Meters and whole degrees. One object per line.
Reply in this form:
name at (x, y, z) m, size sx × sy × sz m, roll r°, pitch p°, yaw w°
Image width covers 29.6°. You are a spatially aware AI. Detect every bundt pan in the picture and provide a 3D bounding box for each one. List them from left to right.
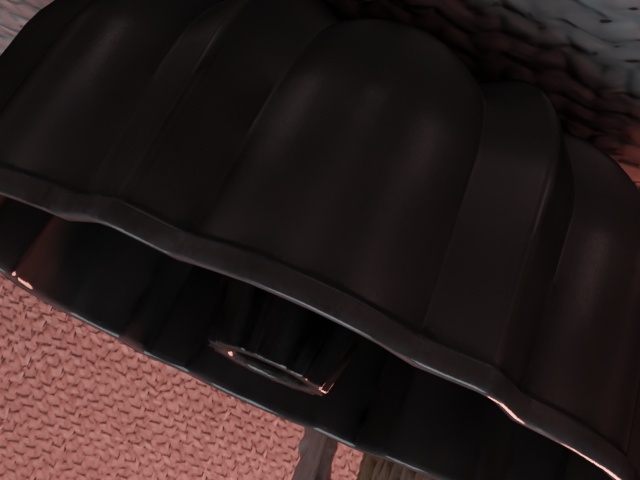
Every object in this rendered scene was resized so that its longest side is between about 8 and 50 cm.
bundt pan at (0.000, 0.000, 0.515) m, size 0.331 × 0.124 × 0.331 m, roll 22°, pitch 166°, yaw 6°

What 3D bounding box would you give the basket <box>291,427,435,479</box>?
basket at (0.166, 0.250, 0.999) m, size 0.331 × 0.328 × 0.266 m, roll 27°, pitch 164°, yaw -32°
